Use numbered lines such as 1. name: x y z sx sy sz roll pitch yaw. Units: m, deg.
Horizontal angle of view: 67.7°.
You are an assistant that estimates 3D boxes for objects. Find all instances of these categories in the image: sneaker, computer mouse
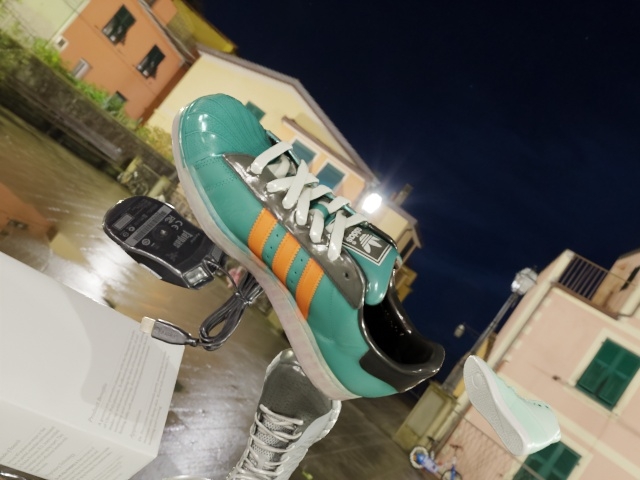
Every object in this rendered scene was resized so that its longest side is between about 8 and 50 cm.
1. sneaker: -0.050 0.221 0.485 0.086 0.132 0.229 25 -49 12
2. sneaker: 0.462 0.389 1.158 0.151 0.094 0.256 1 40 -25
3. sneaker: 0.000 0.000 0.401 0.121 0.108 0.302 -22 -74 38
4. computer mouse: -0.207 0.051 0.666 0.262 0.184 0.060 25 -37 6

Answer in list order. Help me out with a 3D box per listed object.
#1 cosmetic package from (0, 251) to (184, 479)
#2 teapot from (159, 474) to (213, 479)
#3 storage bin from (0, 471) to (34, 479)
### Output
1. cosmetic package: -0.389 0.166 0.633 0.365 0.155 0.197 36 29 -24
2. teapot: -0.233 0.540 0.780 0.256 0.253 0.187 24 9 -30
3. storage bin: -0.686 0.596 1.058 0.122 0.084 0.180 34 -24 28
